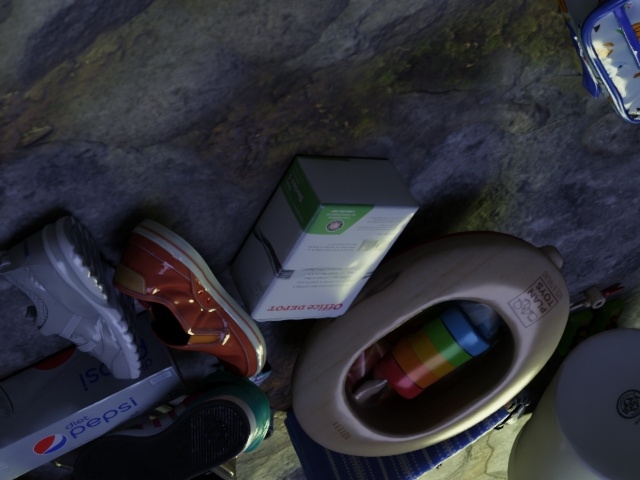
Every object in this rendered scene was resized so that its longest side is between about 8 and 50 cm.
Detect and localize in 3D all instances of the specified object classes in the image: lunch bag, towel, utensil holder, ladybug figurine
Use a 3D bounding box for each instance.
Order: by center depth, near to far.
[{"bbox_3d":[0.429,-0.274,1.598,0.243,0.115,0.303,-32,146,10],"label":"lunch bag"},{"bbox_3d":[0.155,0.134,1.862,0.449,0.162,0.305,-32,119,11],"label":"ladybug figurine"},{"bbox_3d":[0.109,0.275,2.003,0.336,0.243,0.040,-35,134,10],"label":"towel"},{"bbox_3d":[0.533,0.373,2.336,0.327,0.328,0.385,-20,153,-13],"label":"utensil holder"}]

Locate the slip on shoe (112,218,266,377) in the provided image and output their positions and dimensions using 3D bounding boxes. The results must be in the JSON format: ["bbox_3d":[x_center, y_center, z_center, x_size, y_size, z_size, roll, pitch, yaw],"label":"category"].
[{"bbox_3d":[-0.168,0.096,1.633,0.101,0.123,0.331,-55,147,-16],"label":"slip on shoe"}]

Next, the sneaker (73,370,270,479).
[{"bbox_3d":[-0.187,0.267,1.769,0.295,0.124,0.178,-23,180,24],"label":"sneaker"}]

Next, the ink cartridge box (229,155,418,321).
[{"bbox_3d":[0.000,0.000,1.668,0.160,0.093,0.219,1,138,-37],"label":"ink cartridge box"}]

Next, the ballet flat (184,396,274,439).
[{"bbox_3d":[-0.134,0.277,1.946,0.072,0.068,0.213,-10,165,29],"label":"ballet flat"}]

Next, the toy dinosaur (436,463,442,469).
[{"bbox_3d":[0.091,0.424,2.309,0.200,0.127,0.296,-4,135,-23],"label":"toy dinosaur"}]

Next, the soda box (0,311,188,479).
[{"bbox_3d":[-0.330,0.210,1.707,0.286,0.098,0.091,-25,149,-4],"label":"soda box"}]

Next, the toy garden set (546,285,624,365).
[{"bbox_3d":[0.441,0.159,2.262,0.244,0.049,0.204,-17,146,-18],"label":"toy garden set"}]

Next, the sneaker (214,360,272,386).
[{"bbox_3d":[-0.125,0.215,1.923,0.098,0.038,0.069,-2,138,-35],"label":"sneaker"}]

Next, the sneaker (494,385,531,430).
[{"bbox_3d":[0.288,0.250,2.085,0.097,0.135,0.276,-41,-176,6],"label":"sneaker"}]

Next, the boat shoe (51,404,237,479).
[{"bbox_3d":[-0.246,0.320,1.892,0.355,0.130,0.132,12,130,-46],"label":"boat shoe"}]

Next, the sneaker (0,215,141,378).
[{"bbox_3d":[-0.300,0.078,1.564,0.115,0.105,0.281,-18,136,5],"label":"sneaker"}]
